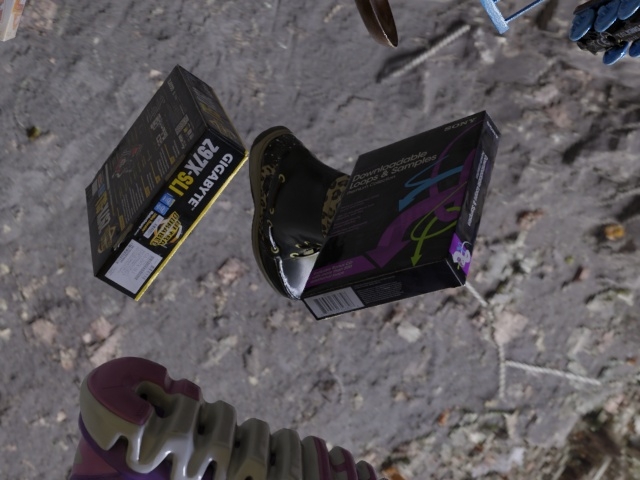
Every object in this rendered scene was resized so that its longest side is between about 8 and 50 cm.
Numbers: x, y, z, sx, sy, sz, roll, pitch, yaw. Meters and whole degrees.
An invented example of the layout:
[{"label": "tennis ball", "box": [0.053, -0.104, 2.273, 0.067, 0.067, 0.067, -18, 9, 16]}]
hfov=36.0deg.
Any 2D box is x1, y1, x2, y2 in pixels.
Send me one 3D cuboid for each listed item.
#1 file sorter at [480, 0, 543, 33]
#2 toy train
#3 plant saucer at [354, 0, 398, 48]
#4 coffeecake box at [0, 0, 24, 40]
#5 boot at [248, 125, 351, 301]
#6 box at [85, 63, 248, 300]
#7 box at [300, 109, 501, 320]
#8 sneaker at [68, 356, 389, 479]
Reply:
[{"label": "file sorter", "box": [0.168, -0.307, 0.942, 0.104, 0.118, 0.170, -29, 150, 16]}, {"label": "toy train", "box": [0.358, -0.266, 1.115, 0.080, 0.184, 0.105, 32, 79, -13]}, {"label": "plant saucer", "box": [0.080, -0.380, 1.560, 0.029, 0.168, 0.168, -19, 120, 16]}, {"label": "coffeecake box", "box": [-0.350, -0.323, 1.096, 0.068, 0.142, 0.186, 18, 99, -16]}, {"label": "boot", "box": [-0.001, 0.000, 1.142, 0.085, 0.178, 0.237, -26, 127, -28]}, {"label": "box", "box": [-0.234, -0.097, 1.425, 0.079, 0.322, 0.257, 32, 102, -26]}, {"label": "box", "box": [0.059, -0.020, 0.692, 0.029, 0.116, 0.162, 54, 37, -27]}, {"label": "sneaker", "box": [-0.047, 0.164, 0.579, 0.236, 0.095, 0.105, 27, 104, -6]}]
